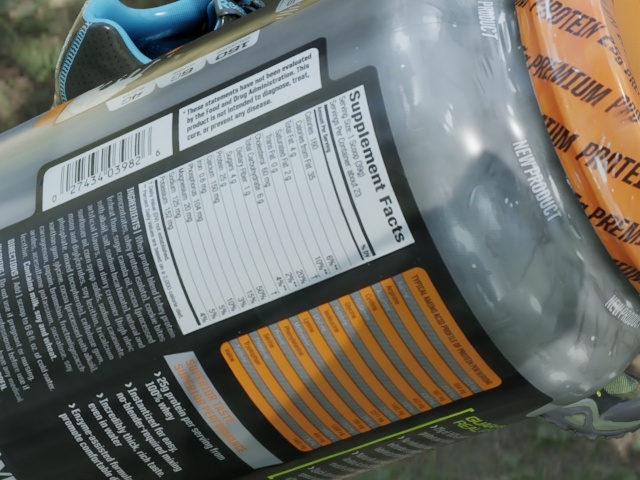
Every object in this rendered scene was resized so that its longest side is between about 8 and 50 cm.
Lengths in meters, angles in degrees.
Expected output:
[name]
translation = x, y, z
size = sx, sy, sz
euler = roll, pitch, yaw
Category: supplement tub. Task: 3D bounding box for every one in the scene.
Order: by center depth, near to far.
[supplement tub]
translation = 0.000, 0.000, 0.667
size = 0.316, 0.193, 0.194
euler = -21, 41, 24

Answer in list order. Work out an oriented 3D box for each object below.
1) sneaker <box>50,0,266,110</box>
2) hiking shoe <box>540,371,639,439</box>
[sneaker]
translation = -0.042, -0.128, 1.290
size = 0.340, 0.140, 0.125
euler = -6, 44, -22
[hiking shoe]
translation = 0.163, 0.063, 1.161
size = 0.227, 0.114, 0.086
euler = 23, 11, -25
